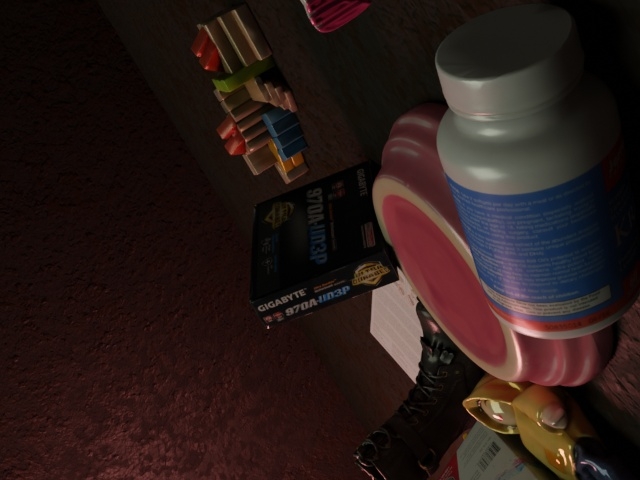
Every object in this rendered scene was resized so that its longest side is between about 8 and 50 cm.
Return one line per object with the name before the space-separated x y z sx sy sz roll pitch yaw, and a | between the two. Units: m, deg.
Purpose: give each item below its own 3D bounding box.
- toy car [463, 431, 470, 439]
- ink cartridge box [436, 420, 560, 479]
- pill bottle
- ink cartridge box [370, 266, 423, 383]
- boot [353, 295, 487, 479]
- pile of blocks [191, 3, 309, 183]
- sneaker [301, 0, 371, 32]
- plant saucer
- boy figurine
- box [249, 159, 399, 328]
toy car | 0.228 0.329 1.554 0.040 0.060 0.122 19 -147 -52
ink cartridge box | 0.255 0.337 1.101 0.127 0.128 0.176 28 -169 -28
pill bottle | 0.153 -0.046 0.613 0.124 0.124 0.222 44 163 51
ink cartridge box | 0.149 0.110 1.339 0.189 0.066 0.233 48 145 43
boot | 0.133 0.225 1.173 0.091 0.229 0.263 22 147 55
pile of blocks | -0.112 -0.203 1.384 0.149 0.112 0.362 47 165 45
sneaker | -0.028 -0.301 0.747 0.111 0.103 0.252 48 166 33
plant saucer | 0.157 0.020 0.899 0.332 0.084 0.332 53 169 16
boy figurine | 0.269 0.229 0.980 0.285 0.092 0.177 42 167 46
box | 0.000 0.000 1.096 0.220 0.175 0.051 -93 -21 -56
